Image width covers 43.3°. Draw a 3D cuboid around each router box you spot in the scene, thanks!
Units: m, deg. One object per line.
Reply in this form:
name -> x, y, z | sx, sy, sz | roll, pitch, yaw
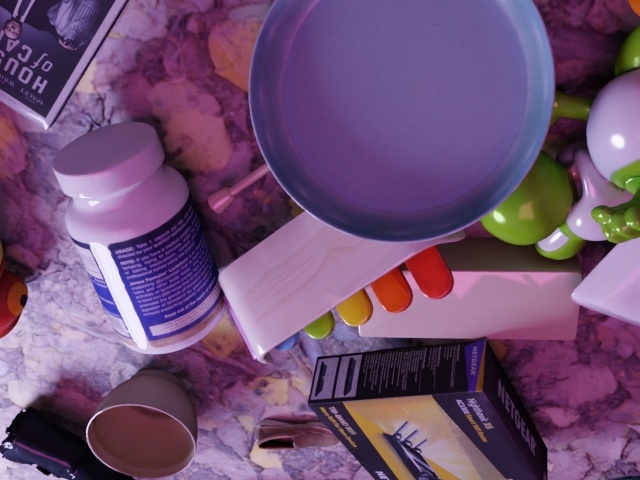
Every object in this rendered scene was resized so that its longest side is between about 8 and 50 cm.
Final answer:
router box -> 0.160, 0.263, 1.128 | 0.243, 0.081, 0.309 | -11, 136, 27

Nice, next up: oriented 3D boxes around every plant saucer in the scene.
plant saucer -> 0.080, -0.156, 0.842 | 0.318, 0.044, 0.317 | 2, 99, 15

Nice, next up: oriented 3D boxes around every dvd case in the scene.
dvd case -> -0.330, -0.258, 0.898 | 0.179, 0.029, 0.238 | 34, 122, -16

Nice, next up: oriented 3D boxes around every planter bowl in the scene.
planter bowl -> -0.258, 0.266, 1.221 | 0.162, 0.109, 0.162 | 2, 125, 4

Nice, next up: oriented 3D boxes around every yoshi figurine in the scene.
yoshi figurine -> 0.276, -0.093, 0.829 | 0.203, 0.203, 0.362 | 33, 144, 7

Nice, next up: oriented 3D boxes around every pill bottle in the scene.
pill bottle -> -0.220, -0.002, 0.994 | 0.153, 0.153, 0.264 | -6, 125, 11

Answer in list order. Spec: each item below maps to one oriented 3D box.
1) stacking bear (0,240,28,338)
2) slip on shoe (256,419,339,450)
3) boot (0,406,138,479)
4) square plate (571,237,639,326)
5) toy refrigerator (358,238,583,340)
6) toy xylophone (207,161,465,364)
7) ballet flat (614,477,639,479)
stacking bear -> -0.481, 0.020, 1.048 | 0.164, 0.175, 0.289 | -7, 132, 10
slip on shoe -> -0.035, 0.312, 1.269 | 0.135, 0.041, 0.051 | 7, 126, 2
boot -> -0.394, 0.355, 1.247 | 0.207, 0.246, 0.094 | 35, 82, -20
square plate -> 0.522, 0.010, 0.915 | 0.344, 0.049, 0.347 | 21, 121, -25
toy refrigerator -> 0.184, 0.058, 1.028 | 0.270, 0.094, 0.102 | -1, 119, 7
toy xylophone -> 0.000, 0.000, 0.959 | 0.323, 0.081, 0.236 | -26, 75, 21
ballet flat -> 0.421, 0.439, 1.283 | 0.231, 0.077, 0.077 | -14, 122, 17
